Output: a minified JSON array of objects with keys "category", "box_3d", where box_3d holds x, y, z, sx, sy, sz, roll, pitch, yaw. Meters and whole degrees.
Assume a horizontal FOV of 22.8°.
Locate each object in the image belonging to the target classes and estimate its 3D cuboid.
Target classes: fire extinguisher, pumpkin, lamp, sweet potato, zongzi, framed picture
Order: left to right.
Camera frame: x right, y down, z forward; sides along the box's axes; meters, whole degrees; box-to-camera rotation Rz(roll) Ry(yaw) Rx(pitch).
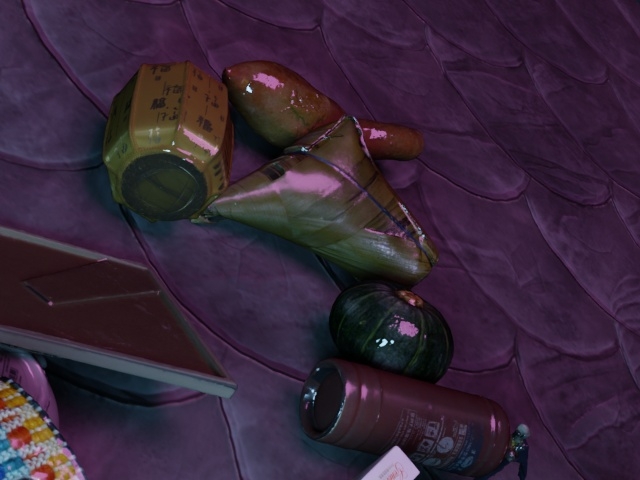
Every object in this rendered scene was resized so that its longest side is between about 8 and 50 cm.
[{"category":"framed picture","box_3d":[-0.269,0.057,1.645,0.335,0.022,0.247,18,20,-39]},{"category":"lamp","box_3d":[-0.182,-0.120,1.915,0.161,0.161,0.185,33,31,-23]},{"category":"sweet potato","box_3d":[0.000,-0.163,2.236,0.385,0.109,0.109,21,40,-45]},{"category":"zongzi","box_3d":[0.000,0.000,2.067,0.289,0.123,0.260,-39,96,-42]},{"category":"pumpkin","box_3d":[0.088,0.120,1.998,0.167,0.125,0.167,14,19,-5]},{"category":"fire extinguisher","box_3d":[0.134,0.239,1.939,0.344,0.138,0.102,18,36,-29]}]

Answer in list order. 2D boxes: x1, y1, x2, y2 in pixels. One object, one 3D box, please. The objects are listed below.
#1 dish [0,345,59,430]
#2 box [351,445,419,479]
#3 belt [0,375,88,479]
[{"category":"dish","box_3d":[-0.316,0.143,1.518,0.224,0.078,0.246,39,32,-12]},{"category":"box","box_3d":[0.026,0.292,1.702,0.048,0.152,0.100,49,30,7]},{"category":"belt","box_3d":[-0.279,0.249,1.319,0.295,0.207,0.160,52,33,12]}]
